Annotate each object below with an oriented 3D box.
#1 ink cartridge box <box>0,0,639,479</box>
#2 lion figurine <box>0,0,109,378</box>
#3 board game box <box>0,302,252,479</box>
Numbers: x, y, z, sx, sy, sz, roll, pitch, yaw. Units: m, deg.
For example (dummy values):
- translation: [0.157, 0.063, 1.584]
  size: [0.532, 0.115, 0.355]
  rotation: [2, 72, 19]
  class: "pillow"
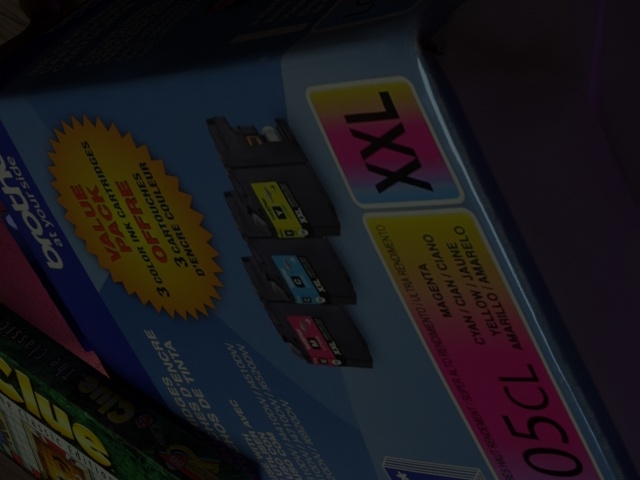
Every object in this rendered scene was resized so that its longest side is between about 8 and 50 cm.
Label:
- translation: [0.000, 0.000, 0.743]
  size: [0.395, 0.151, 0.270]
  rotation: [0, 125, 50]
  class: "ink cartridge box"
- translation: [-0.184, -0.009, 0.978]
  size: [0.142, 0.240, 0.392]
  rotation: [4, 140, 53]
  class: "lion figurine"
- translation: [-0.134, 0.108, 0.857]
  size: [0.259, 0.030, 0.136]
  rotation: [30, 145, 29]
  class: "board game box"
